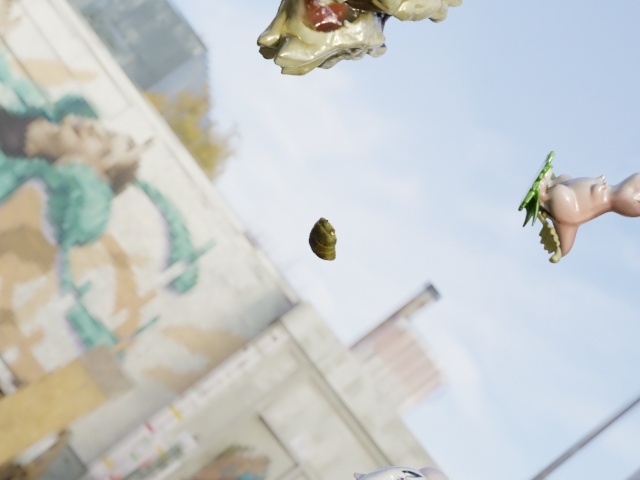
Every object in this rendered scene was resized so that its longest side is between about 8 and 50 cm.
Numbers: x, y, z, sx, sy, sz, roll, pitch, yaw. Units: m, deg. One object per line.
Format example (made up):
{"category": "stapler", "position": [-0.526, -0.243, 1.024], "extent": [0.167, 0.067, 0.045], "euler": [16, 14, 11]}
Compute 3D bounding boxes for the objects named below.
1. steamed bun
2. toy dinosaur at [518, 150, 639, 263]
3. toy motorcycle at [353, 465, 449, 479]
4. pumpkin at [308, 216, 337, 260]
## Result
{"category": "steamed bun", "position": [0.037, -0.322, 2.175], "extent": [0.428, 0.247, 0.189], "euler": [-9, 98, -64]}
{"category": "toy dinosaur", "position": [0.414, -0.057, 2.512], "extent": [0.177, 0.194, 0.152], "euler": [32, 12, 4]}
{"category": "toy motorcycle", "position": [0.085, 0.343, 2.120], "extent": [0.112, 0.254, 0.112], "euler": [7, -80, 47]}
{"category": "pumpkin", "position": [0.000, 0.001, 2.327], "extent": [0.050, 0.028, 0.083], "euler": [50, -30, 30]}
